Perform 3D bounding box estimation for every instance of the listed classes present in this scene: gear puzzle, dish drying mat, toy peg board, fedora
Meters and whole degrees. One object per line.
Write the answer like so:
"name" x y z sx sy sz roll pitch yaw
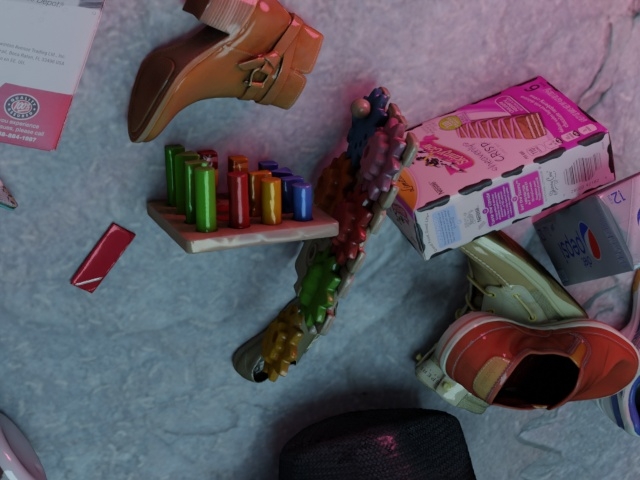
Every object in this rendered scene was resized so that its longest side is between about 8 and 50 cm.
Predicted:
"gear puzzle" 0.000 0.000 1.557 0.044 0.175 0.339 17 113 -20
"dish drying mat" -0.235 0.020 1.565 0.032 0.008 0.083 30 106 -34
"toy peg board" -0.084 -0.053 1.500 0.160 0.161 0.079 -7 108 -20
"fedora" 0.069 0.288 1.752 0.334 0.334 0.152 -11 94 -18

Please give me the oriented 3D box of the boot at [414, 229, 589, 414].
"boot" 0.183 0.093 1.747 0.203 0.095 0.262 -45 134 9

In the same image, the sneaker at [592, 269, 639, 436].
"sneaker" 0.455 0.118 1.861 0.112 0.131 0.296 10 115 -27

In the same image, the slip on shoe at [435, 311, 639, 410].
"slip on shoe" 0.274 0.156 1.716 0.331 0.101 0.123 11 118 -44

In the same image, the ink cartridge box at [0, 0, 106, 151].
"ink cartridge box" -0.302 -0.241 1.298 0.207 0.117 0.283 10 116 -29

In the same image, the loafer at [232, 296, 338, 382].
"loafer" -0.034 0.117 1.690 0.148 0.050 0.056 -42 128 6

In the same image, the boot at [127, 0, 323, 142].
"boot" -0.095 -0.161 1.475 0.152 0.073 0.197 21 113 -37

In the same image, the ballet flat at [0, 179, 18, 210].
"ballet flat" -0.349 -0.062 1.445 0.114 0.041 0.041 18 112 -33

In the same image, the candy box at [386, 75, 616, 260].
"candy box" 0.180 -0.084 1.590 0.233 0.159 0.071 -23 125 -10

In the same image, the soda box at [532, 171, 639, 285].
"soda box" 0.331 -0.015 1.629 0.098 0.286 0.091 -26 88 -7

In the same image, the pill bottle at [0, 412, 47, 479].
"pill bottle" -0.415 0.288 1.587 0.215 0.117 0.117 -34 128 -1
